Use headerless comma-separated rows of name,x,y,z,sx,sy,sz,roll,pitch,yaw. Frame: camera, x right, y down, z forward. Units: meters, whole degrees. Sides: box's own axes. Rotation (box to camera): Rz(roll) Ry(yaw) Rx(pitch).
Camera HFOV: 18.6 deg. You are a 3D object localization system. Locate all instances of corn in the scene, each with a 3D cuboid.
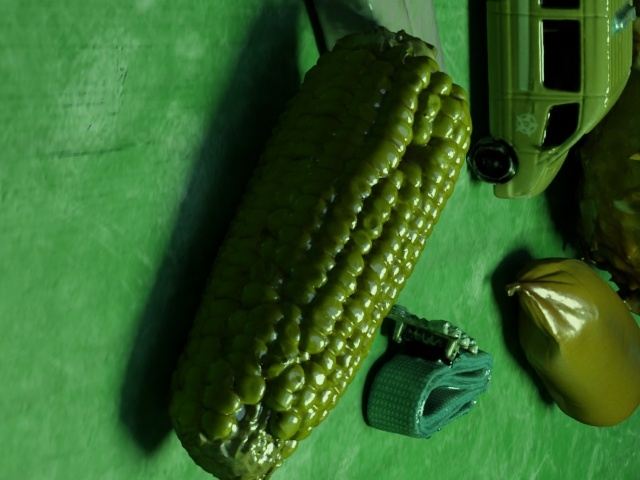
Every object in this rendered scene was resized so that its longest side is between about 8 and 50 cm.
corn,0.000,0.000,1.170,0.322,0.119,0.119,-60,150,-28

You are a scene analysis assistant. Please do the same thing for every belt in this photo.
belt,0.091,0.095,1.507,0.179,0.065,0.100,-10,114,-69

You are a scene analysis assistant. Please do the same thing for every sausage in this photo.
sausage,0.237,0.088,1.814,0.328,0.112,0.112,46,55,-60

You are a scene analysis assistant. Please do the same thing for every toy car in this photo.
toy car,0.192,-0.156,1.582,0.101,0.124,0.257,-44,135,-56

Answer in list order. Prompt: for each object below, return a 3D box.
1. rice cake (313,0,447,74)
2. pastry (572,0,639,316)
rice cake,0.031,-0.173,1.275,0.298,0.050,0.106,72,34,-47
pastry,0.391,-0.071,1.898,0.405,0.292,0.337,-73,169,-46
